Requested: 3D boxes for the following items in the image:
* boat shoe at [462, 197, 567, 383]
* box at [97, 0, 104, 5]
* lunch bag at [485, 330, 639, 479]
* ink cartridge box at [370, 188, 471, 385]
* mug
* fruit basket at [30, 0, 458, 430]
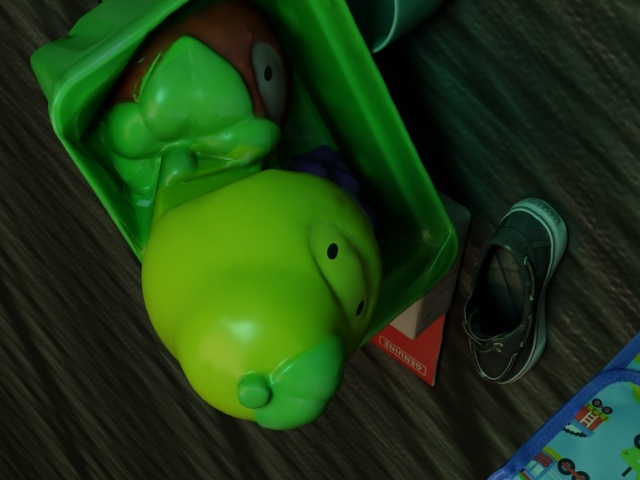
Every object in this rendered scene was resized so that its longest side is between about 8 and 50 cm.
[{"bbox_3d":[0.162,0.061,1.352,0.080,0.076,0.228,39,145,21],"label":"boat shoe"},{"bbox_3d":[-0.156,-0.156,1.475,0.220,0.051,0.175,48,147,49],"label":"box"},{"bbox_3d":[0.272,0.191,1.138,0.221,0.293,0.138,45,147,11],"label":"lunch bag"},{"bbox_3d":[0.000,0.000,1.504,0.296,0.066,0.261,35,142,25],"label":"ink cartridge box"},{"bbox_3d":[0.051,-0.224,1.198,0.158,0.097,0.129,10,128,45],"label":"mug"},{"bbox_3d":[-0.038,-0.022,1.162,0.392,0.283,0.392,47,166,16],"label":"fruit basket"}]
